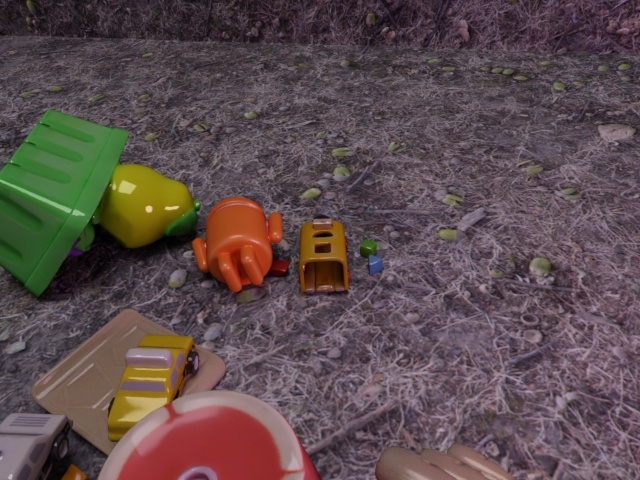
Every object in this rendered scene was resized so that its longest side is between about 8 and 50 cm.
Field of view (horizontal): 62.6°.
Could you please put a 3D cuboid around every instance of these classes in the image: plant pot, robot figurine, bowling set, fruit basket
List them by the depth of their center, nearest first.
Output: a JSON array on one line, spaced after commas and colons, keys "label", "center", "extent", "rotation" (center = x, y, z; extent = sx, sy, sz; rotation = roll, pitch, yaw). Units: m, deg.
[{"label": "plant pot", "center": [-0.104, 0.309, 0.553], "extent": [0.275, 0.243, 0.275], "rotation": [-3, 40, 2]}, {"label": "bowling set", "center": [0.151, 0.343, 0.576], "extent": [0.154, 0.287, 0.200], "rotation": [19, 87, 36]}, {"label": "robot figurine", "center": [-0.163, 0.000, 1.032], "extent": [0.128, 0.158, 0.219], "rotation": [25, 29, -28]}, {"label": "fruit basket", "center": [-0.462, -0.070, 1.104], "extent": [0.392, 0.283, 0.392], "rotation": [34, 28, -22]}]

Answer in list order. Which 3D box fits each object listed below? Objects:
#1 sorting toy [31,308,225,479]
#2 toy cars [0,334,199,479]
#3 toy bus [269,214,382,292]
[{"label": "sorting toy", "center": [-0.326, 0.253, 0.810], "extent": [0.229, 0.041, 0.307], "rotation": [23, 46, 24]}, {"label": "toy cars", "center": [-0.317, 0.236, 0.708], "extent": [0.176, 0.087, 0.394], "rotation": [28, 43, 34]}, {"label": "toy bus", "center": [0.006, 0.007, 1.026], "extent": [0.202, 0.104, 0.191], "rotation": [29, 49, 34]}]
